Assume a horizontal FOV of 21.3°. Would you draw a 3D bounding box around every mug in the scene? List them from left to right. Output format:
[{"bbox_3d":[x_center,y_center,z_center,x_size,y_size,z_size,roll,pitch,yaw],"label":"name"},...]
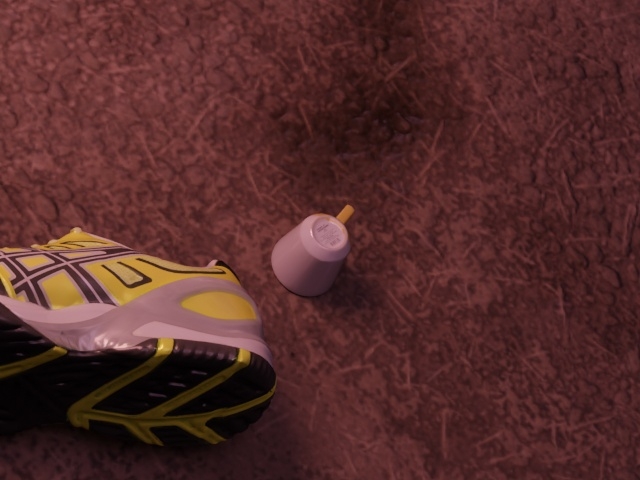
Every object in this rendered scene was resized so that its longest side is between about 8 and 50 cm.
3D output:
[{"bbox_3d":[-0.003,0.001,1.493,0.062,0.064,0.078,13,59,-17],"label":"mug"}]

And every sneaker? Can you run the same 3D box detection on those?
[{"bbox_3d":[-0.229,0.065,1.337,0.385,0.145,0.147,12,39,-20],"label":"sneaker"}]
